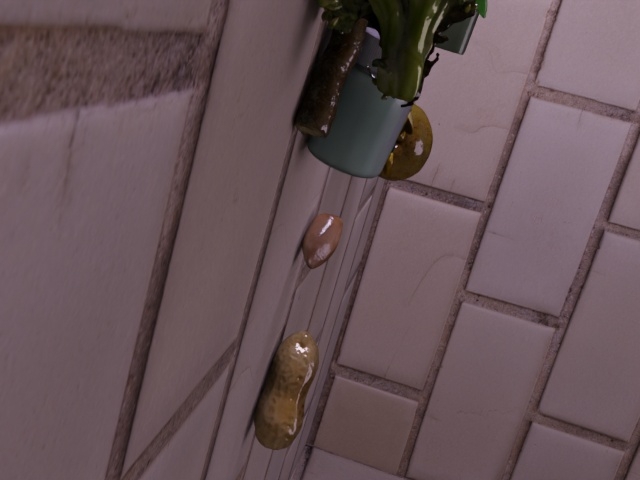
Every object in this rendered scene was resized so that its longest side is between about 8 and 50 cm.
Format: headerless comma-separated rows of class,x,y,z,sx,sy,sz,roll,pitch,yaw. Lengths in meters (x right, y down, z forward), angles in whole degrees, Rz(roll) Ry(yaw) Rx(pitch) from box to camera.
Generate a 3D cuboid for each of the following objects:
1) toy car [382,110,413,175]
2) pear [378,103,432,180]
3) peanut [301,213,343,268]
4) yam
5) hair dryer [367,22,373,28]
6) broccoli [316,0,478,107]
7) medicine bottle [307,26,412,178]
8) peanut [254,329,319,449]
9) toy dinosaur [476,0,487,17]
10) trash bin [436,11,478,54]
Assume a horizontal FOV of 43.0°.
toy car,0.149,-0.273,1.913,0.200,0.142,0.248,76,34,-79
pear,0.222,-0.280,2.289,0.211,0.188,0.228,-89,-164,-86
peanut,0.000,0.000,1.710,0.076,0.076,0.152,101,15,-46
yam,0.026,-0.276,1.249,0.061,0.061,0.253,86,23,-73
hair dryer,0.081,-0.418,1.348,0.235,0.091,0.272,-61,164,-7
broccoli,0.091,-0.333,1.041,0.180,0.242,0.273,32,68,-61
medicine bottle,0.078,-0.227,1.352,0.139,0.139,0.225,-55,170,-68
peanut,-0.072,0.335,1.830,0.125,0.111,0.274,99,10,-76
toy dinosaur,0.272,-0.608,1.505,0.374,0.144,0.500,-99,-148,-55
trash bin,0.310,-0.648,1.970,0.158,0.223,0.343,-53,163,-71
